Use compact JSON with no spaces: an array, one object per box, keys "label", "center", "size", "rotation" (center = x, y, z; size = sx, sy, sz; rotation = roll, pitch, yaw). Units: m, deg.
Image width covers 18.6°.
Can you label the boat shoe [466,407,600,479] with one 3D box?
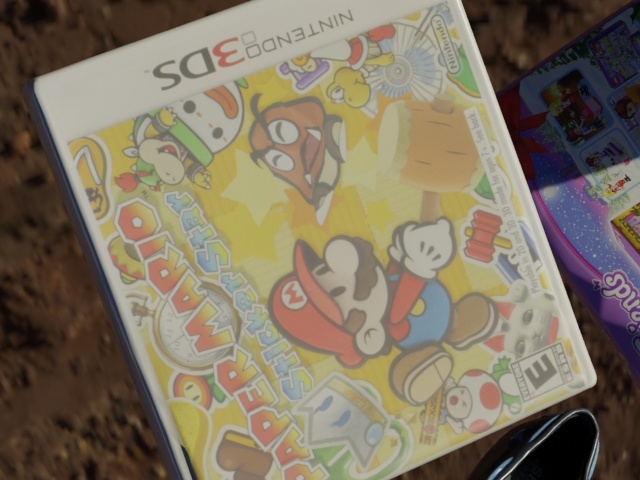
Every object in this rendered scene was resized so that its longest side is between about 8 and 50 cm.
[{"label":"boat shoe","center":[0.121,0.195,1.321],"size":[0.109,0.089,0.258],"rotation":[35,40,-8]}]

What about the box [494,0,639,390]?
[{"label":"box","center":[0.273,-0.032,1.541],"size":[0.201,0.057,0.293],"rotation":[-33,91,0]}]

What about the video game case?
[{"label":"video game case","center":[0.000,0.000,0.890],"size":[0.206,0.026,0.227],"rotation":[-22,96,-18]}]
